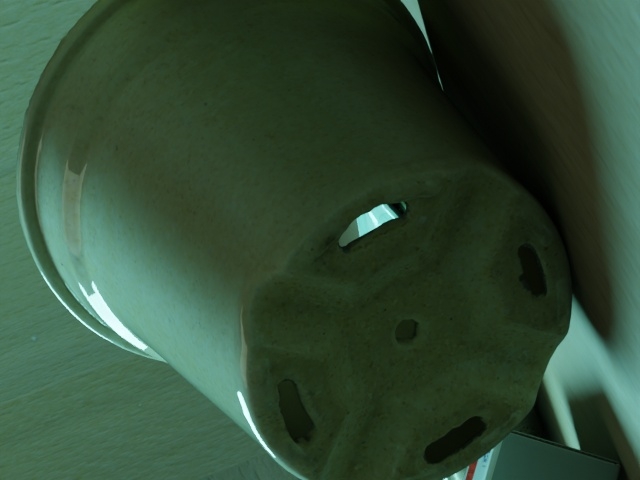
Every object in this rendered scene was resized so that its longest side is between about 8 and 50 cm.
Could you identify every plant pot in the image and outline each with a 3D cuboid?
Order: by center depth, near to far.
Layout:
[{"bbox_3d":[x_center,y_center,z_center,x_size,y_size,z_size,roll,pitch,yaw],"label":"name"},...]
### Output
[{"bbox_3d":[0.000,0.000,1.150,0.305,0.333,0.334,45,158,55],"label":"plant pot"}]

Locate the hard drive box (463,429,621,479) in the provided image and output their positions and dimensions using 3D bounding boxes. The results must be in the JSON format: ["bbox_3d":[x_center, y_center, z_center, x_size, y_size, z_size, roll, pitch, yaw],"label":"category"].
[{"bbox_3d":[0.128,0.255,1.225,0.181,0.089,0.232,88,-161,-82],"label":"hard drive box"}]

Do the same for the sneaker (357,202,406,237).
[{"bbox_3d":[0.086,0.014,1.491,0.151,0.094,0.256,-129,17,-73],"label":"sneaker"}]

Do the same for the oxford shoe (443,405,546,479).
[{"bbox_3d":[0.165,0.198,1.444,0.130,0.123,0.348,22,139,51],"label":"oxford shoe"}]
